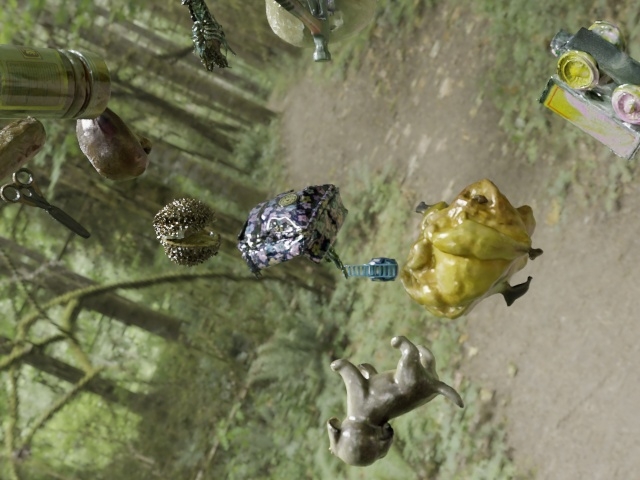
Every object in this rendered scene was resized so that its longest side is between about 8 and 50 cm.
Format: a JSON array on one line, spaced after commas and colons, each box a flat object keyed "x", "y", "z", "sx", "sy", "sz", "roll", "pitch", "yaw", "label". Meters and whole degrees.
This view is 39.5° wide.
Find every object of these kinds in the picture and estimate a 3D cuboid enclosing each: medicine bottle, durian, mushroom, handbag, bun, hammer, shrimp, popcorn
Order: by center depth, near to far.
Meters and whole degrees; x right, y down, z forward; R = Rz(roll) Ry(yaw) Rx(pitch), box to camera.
[{"x": -0.037, "y": -0.372, "z": 1.440, "sx": 0.287, "sy": 0.033, "sz": 0.111, "roll": 5, "pitch": -98, "yaw": -73, "label": "hammer"}, {"x": -0.219, "y": -0.414, "z": 1.751, "sx": 0.076, "sy": 0.082, "sz": 0.174, "roll": -80, "pitch": -20, "yaw": -49, "label": "shrimp"}, {"x": 0.299, "y": 0.009, "z": 1.787, "sx": 0.297, "sy": 0.281, "sz": 0.316, "roll": -32, "pitch": -28, "yaw": -38, "label": "popcorn"}, {"x": -0.064, "y": -0.030, "z": 1.842, "sx": 0.207, "sy": 0.127, "sz": 0.229, "roll": -9, "pitch": 32, "yaw": 27, "label": "handbag"}, {"x": -0.611, "y": -0.330, "z": 1.867, "sx": 0.322, "sy": 0.151, "sz": 0.151, "roll": -9, "pitch": -47, "yaw": -53, "label": "medicine bottle"}, {"x": -0.008, "y": -0.555, "z": 1.936, "sx": 0.273, "sy": 0.272, "sz": 0.168, "roll": -63, "pitch": -17, "yaw": 16, "label": "bun"}, {"x": -0.516, "y": -0.235, "z": 2.160, "sx": 0.138, "sy": 0.194, "sz": 0.231, "roll": -52, "pitch": 35, "yaw": -4, "label": "mushroom"}, {"x": -0.362, "y": -0.021, "z": 2.389, "sx": 0.196, "sy": 0.196, "sz": 0.167, "roll": -63, "pitch": -17, "yaw": 21, "label": "durian"}]

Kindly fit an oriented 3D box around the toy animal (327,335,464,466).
[{"x": 0.105, "y": 0.265, "z": 1.496, "sx": 0.233, "sy": 0.169, "sz": 0.121, "roll": -35, "pitch": -29, "yaw": 11, "label": "toy animal"}]

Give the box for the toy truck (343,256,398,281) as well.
[{"x": 0.127, "y": 0.075, "z": 2.233, "sx": 0.074, "sy": 0.136, "sz": 0.063, "roll": -5, "pitch": -87, "yaw": -78, "label": "toy truck"}]

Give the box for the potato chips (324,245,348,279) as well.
[{"x": 0.001, "y": 0.000, "z": 2.038, "sx": 0.028, "sy": 0.208, "sz": 0.092, "roll": -42, "pitch": 26, "yaw": -30, "label": "potato chips"}]

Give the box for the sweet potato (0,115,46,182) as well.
[{"x": -0.571, "y": -0.120, "z": 1.522, "sx": 0.273, "sy": 0.075, "sz": 0.075, "roll": -49, "pitch": -3, "yaw": -31, "label": "sweet potato"}]

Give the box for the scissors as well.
[{"x": -0.608, "y": -0.071, "z": 2.002, "sx": 0.088, "sy": 0.220, "sz": 0.017, "roll": -57, "pitch": 23, "yaw": -17, "label": "scissors"}]

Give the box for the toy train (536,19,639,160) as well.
[{"x": 0.522, "y": -0.274, "z": 1.617, "sx": 0.134, "sy": 0.261, "sz": 0.177, "roll": -43, "pitch": -17, "yaw": -30, "label": "toy train"}]
